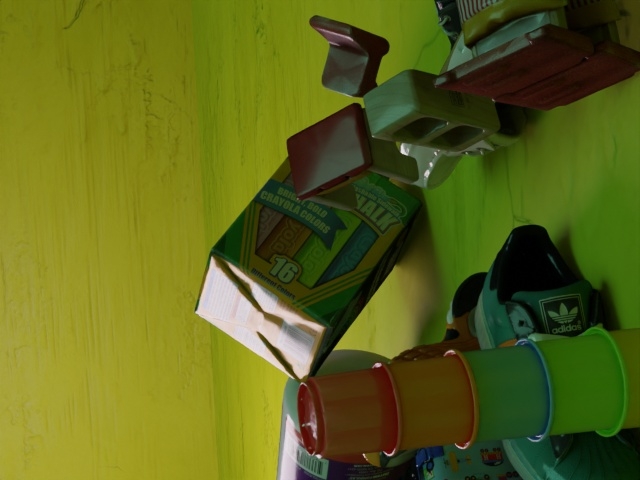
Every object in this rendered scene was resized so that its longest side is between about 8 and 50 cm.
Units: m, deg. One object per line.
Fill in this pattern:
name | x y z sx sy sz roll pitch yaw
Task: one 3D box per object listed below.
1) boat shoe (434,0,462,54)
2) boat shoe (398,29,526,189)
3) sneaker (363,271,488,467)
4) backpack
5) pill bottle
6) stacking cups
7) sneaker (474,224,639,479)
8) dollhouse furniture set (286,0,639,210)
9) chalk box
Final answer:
boat shoe | 0.149 -0.244 1.444 0.084 0.079 0.233 -115 23 -49
boat shoe | 0.158 -0.126 1.404 0.096 0.098 0.277 41 147 13
sneaker | 0.132 0.152 1.397 0.099 0.262 0.121 24 139 31
backpack | 0.157 0.272 1.273 0.117 0.158 0.173 105 163 -54
pill bottle | 0.031 0.315 1.863 0.181 0.181 0.323 -113 23 -51
stacking cups | 0.138 0.123 1.121 0.096 0.316 0.096 175 90 -78
sneaker | 0.209 0.110 1.255 0.302 0.108 0.121 -109 17 -46
dollhouse furniture set | 0.084 -0.185 1.245 0.374 0.152 0.201 -24 69 41
chalk box | 0.000 0.000 1.775 0.289 0.179 0.180 -53 -9 -32
